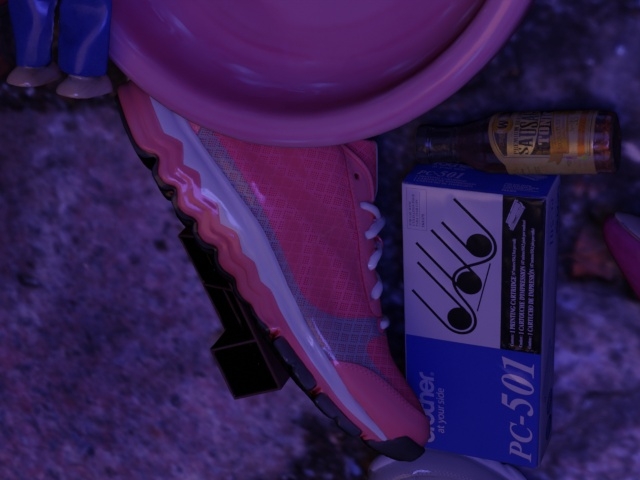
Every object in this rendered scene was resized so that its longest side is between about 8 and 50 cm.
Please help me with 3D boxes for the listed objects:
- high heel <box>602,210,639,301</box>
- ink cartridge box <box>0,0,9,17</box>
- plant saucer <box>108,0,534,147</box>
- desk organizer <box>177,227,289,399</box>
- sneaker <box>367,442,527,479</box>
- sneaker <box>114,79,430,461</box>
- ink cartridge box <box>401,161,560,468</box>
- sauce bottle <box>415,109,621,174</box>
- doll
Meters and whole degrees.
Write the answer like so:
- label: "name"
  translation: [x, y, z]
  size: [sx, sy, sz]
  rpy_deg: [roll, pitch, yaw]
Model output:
- label: "high heel"
  translation: [0.239, 0.090, 0.823]
  size: [0.244, 0.082, 0.117]
  rpy_deg: [40, 114, -16]
- label: "ink cartridge box"
  translation: [-0.313, -0.241, 0.808]
  size: [0.114, 0.197, 0.273]
  rpy_deg: [-24, 104, 31]
- label: "plant saucer"
  translation: [-0.012, -0.222, 0.738]
  size: [0.332, 0.084, 0.332]
  rpy_deg: [8, 109, 23]
- label: "desk organizer"
  translation: [-0.062, 0.047, 0.940]
  size: [0.047, 0.050, 0.130]
  rpy_deg: [-15, 109, 28]
- label: "sneaker"
  translation: [0.137, 0.261, 0.929]
  size: [0.281, 0.115, 0.105]
  rpy_deg: [46, 123, -5]
- label: "sneaker"
  translation: [0.000, 0.000, 0.840]
  size: [0.136, 0.116, 0.314]
  rpy_deg: [-35, 94, -5]
- label: "ink cartridge box"
  translation: [0.109, 0.051, 0.875]
  size: [0.097, 0.046, 0.207]
  rpy_deg: [8, 118, 20]
- label: "sauce bottle"
  translation: [0.124, -0.061, 0.814]
  size: [0.128, 0.042, 0.042]
  rpy_deg: [-1, 115, 21]
- label: "doll"
  translation: [-0.156, -0.183, 0.746]
  size: [0.129, 0.046, 0.189]
  rpy_deg: [15, 112, 21]
